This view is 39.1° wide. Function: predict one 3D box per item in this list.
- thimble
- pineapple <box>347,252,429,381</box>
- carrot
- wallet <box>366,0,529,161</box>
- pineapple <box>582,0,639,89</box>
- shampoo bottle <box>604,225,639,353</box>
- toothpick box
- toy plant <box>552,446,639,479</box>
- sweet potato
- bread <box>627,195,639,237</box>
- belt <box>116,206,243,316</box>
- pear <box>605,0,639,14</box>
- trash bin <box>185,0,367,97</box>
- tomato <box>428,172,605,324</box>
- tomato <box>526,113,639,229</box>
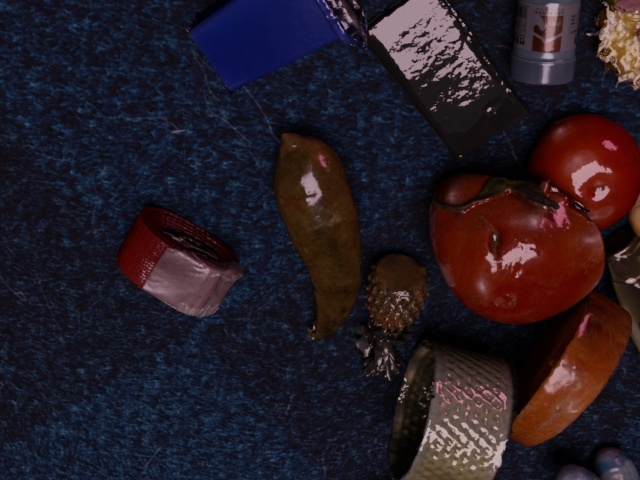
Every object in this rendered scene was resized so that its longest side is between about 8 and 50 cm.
[{"bbox_3d":[0.228,0.313,1.597,0.149,0.271,0.271,15,115,-7],"label":"thimble"},{"bbox_3d":[0.118,0.147,1.606,0.125,0.125,0.251,5,126,-4],"label":"pineapple"},{"bbox_3d":[0.410,0.224,1.571,0.100,0.258,0.307,36,108,2],"label":"carrot"},{"bbox_3d":[0.199,-0.265,1.436,0.146,0.030,0.285,-35,114,18],"label":"wallet"},{"bbox_3d":[0.518,-0.331,1.410,0.221,0.047,0.221,-1,113,-2],"label":"pineapple"},{"bbox_3d":[0.607,0.130,1.619,0.125,0.084,0.350,-28,113,14],"label":"shampoo bottle"},{"bbox_3d":[0.343,-0.323,1.372,0.101,0.101,0.153,-2,116,-1],"label":"toothpick box"},{"bbox_3d":[0.579,0.548,1.753,0.332,0.247,0.247,40,109,-17],"label":"toy plant"},{"bbox_3d":[0.005,0.001,1.516,0.130,0.131,0.423,-9,125,2],"label":"sweet potato"},{"bbox_3d":[0.661,-0.009,1.545,0.305,0.091,0.142,34,108,-17],"label":"bread"},{"bbox_3d":[-0.242,0.044,1.519,0.200,0.128,0.124,31,112,-12],"label":"belt"},{"bbox_3d":[0.455,-0.444,1.279,0.187,0.187,0.220,0,76,-2],"label":"pear"},{"bbox_3d":[-0.059,-0.325,1.330,0.234,0.163,0.184,-28,114,17],"label":"trash bin"},{"bbox_3d":[0.295,0.042,1.458,0.308,0.170,0.309,23,144,18],"label":"tomato"},{"bbox_3d":[0.430,-0.106,1.464,0.195,0.136,0.195,0,116,-1],"label":"tomato"}]
